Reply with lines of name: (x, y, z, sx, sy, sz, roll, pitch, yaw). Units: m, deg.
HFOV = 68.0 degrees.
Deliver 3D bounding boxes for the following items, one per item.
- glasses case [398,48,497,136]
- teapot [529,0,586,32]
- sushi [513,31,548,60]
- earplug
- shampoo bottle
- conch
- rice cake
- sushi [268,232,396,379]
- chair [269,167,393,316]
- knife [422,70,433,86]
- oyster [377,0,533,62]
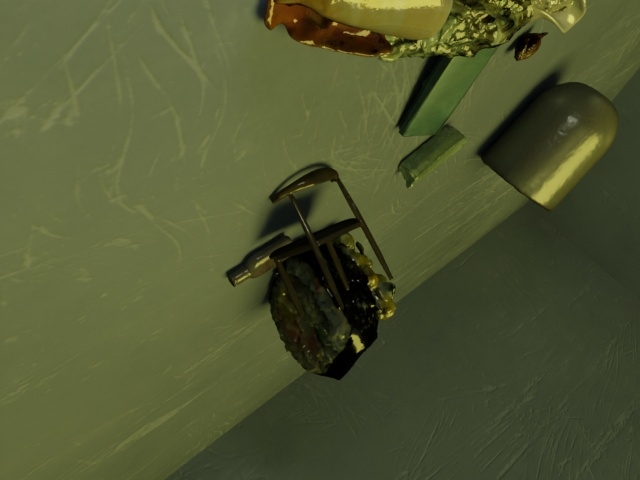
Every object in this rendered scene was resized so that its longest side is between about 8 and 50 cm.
glasses case: (0.258, -0.331, 0.999, 0.105, 0.056, 0.266, -8, 151, -25)
teapot: (0.372, -0.469, 0.795, 0.209, 0.165, 0.300, -32, 167, 24)
sushi: (0.511, -0.482, 1.174, 0.099, 0.050, 0.047, -49, 165, 1)
earplug: (0.811, -0.338, 1.642, 0.394, 0.312, 0.313, -51, 158, 21)
shampoo bottle: (-0.136, 0.051, 1.089, 0.165, 0.040, 0.080, -32, 159, -24)
conch: (0.054, -0.325, 0.607, 0.255, 0.127, 0.158, -4, 173, -27)
rice cake: (0.298, -0.231, 1.278, 0.207, 0.069, 0.063, -36, 161, -8)
sushi: (0.052, 0.167, 1.277, 0.286, 0.328, 0.327, -18, 146, -37)
chair: (0.000, 0.000, 1.010, 0.188, 0.271, 0.166, -24, -178, -39)
knife: (0.285, -0.401, 0.979, 0.210, 0.015, 0.028, -48, 154, 15)
oyster: (0.230, -0.359, 0.795, 0.252, 0.086, 0.199, -1, 162, -45)
